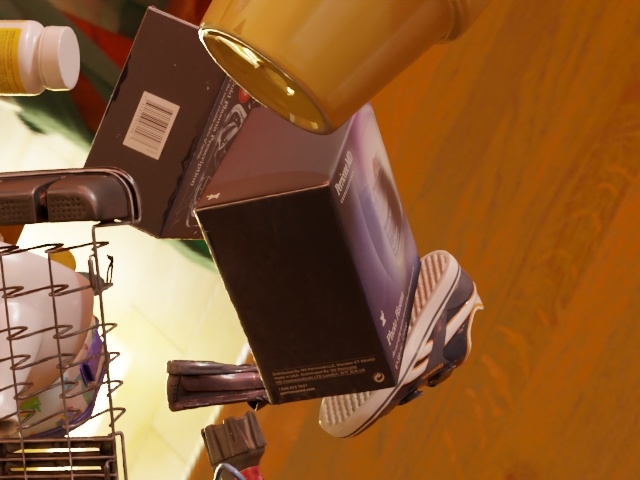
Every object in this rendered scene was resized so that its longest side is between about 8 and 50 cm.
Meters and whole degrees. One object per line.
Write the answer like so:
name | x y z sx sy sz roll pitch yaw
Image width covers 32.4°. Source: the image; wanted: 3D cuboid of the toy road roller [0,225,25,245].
toy road roller | -0.601 -0.008 1.886 0.329 0.240 0.203 42 112 42

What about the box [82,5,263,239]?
box | -0.229 -0.188 1.910 0.178 0.312 0.343 24 96 12

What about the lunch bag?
lunch bag | -0.335 0.163 1.265 0.176 0.090 0.219 -19 18 1

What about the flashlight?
flashlight | -0.083 0.409 1.643 0.103 0.103 0.304 -43 63 65

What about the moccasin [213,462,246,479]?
moccasin | -0.125 0.274 1.049 0.138 0.342 0.117 -56 40 24

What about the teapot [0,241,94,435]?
teapot | -0.357 0.097 1.079 0.252 0.256 0.187 15 79 6

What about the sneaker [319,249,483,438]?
sneaker | 0.134 0.178 1.633 0.321 0.127 0.126 -53 30 -11

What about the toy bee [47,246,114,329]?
toy bee | -0.445 0.108 1.848 0.298 0.162 0.195 171 107 -82

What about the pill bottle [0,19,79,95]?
pill bottle | -0.498 -0.289 1.745 0.208 0.119 0.119 2 76 7

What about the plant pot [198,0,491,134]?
plant pot | 0.018 -0.242 1.068 0.254 0.254 0.239 26 76 45

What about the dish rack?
dish rack | -0.237 0.085 0.831 0.208 0.074 0.272 -3 96 12

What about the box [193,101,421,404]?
box | 0.000 0.000 1.419 0.182 0.294 0.296 -11 28 18

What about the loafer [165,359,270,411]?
loafer | -0.143 0.273 2.024 0.109 0.302 0.095 174 102 -65
